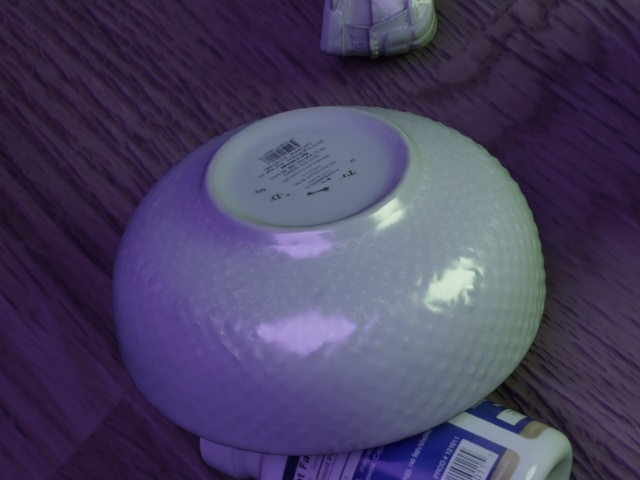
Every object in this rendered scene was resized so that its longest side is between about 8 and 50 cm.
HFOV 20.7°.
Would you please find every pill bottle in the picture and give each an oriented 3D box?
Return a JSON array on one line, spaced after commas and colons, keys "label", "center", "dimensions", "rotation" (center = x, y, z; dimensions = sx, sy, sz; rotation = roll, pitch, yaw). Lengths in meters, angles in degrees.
[{"label": "pill bottle", "center": [0.048, 0.170, 1.361], "dimensions": [0.265, 0.153, 0.153], "rotation": [23, 82, 21]}]

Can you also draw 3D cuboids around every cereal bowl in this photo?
[{"label": "cereal bowl", "center": [0.000, 0.000, 1.339], "dimensions": [0.339, 0.141, 0.339], "rotation": [-6, 39, 5]}]

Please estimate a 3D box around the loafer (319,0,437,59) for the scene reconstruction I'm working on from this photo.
[{"label": "loafer", "center": [0.027, -0.312, 1.523], "dimensions": [0.111, 0.112, 0.319], "rotation": [-8, 73, 5]}]
